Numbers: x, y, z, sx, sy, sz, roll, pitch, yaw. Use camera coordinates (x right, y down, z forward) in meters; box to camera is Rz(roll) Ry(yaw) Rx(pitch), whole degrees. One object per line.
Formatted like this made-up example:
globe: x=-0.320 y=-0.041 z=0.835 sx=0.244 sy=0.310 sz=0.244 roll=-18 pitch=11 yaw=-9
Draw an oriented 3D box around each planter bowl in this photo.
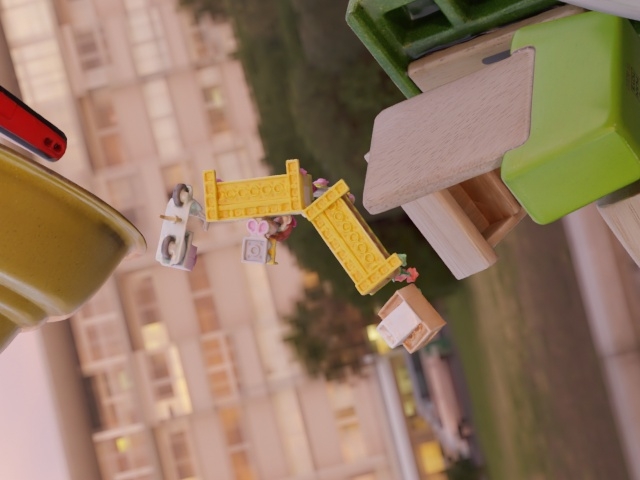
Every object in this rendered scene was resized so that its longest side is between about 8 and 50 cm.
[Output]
planter bowl: x=-0.175 y=0.007 z=0.595 sx=0.217 sy=0.217 sz=0.090 roll=66 pitch=-138 yaw=-76

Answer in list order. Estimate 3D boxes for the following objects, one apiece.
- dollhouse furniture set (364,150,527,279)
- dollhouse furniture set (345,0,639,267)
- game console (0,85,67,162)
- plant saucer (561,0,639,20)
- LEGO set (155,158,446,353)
dollhouse furniture set: x=0.268 y=-0.144 z=1.813 sx=0.362 sy=0.256 sz=0.394 roll=52 pitch=148 yaw=-8
dollhouse furniture set: x=0.148 y=0.001 z=0.896 sx=0.301 sy=0.151 sz=0.197 roll=48 pitch=-144 yaw=-35
game console: x=-0.445 y=-0.199 z=1.674 sx=0.342 sy=0.060 sz=0.386 roll=38 pitch=172 yaw=-38
plant saucer: x=0.111 y=-0.193 z=0.613 sx=0.100 sy=0.400 sz=0.400 roll=105 pitch=158 yaw=-51
LEGO set: x=0.000 y=0.000 z=1.607 sx=0.107 sy=0.287 sz=0.132 roll=5 pitch=-78 yaw=-69
